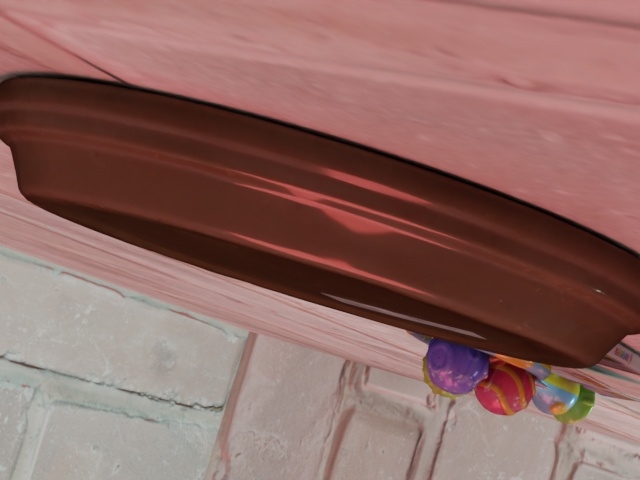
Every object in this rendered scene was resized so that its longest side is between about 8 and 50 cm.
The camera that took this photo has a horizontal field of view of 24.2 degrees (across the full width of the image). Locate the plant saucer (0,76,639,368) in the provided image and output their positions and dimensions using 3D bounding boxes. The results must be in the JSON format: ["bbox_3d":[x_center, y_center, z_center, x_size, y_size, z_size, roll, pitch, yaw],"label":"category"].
[{"bbox_3d":[0.000,0.000,0.593,0.277,0.041,0.278,16,174,2],"label":"plant saucer"}]

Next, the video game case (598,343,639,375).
[{"bbox_3d":[0.137,0.056,0.873,0.087,0.011,0.122,15,174,29],"label":"video game case"}]

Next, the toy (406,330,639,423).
[{"bbox_3d":[0.125,0.098,1.106,0.137,0.056,0.237,10,171,45],"label":"toy"}]
